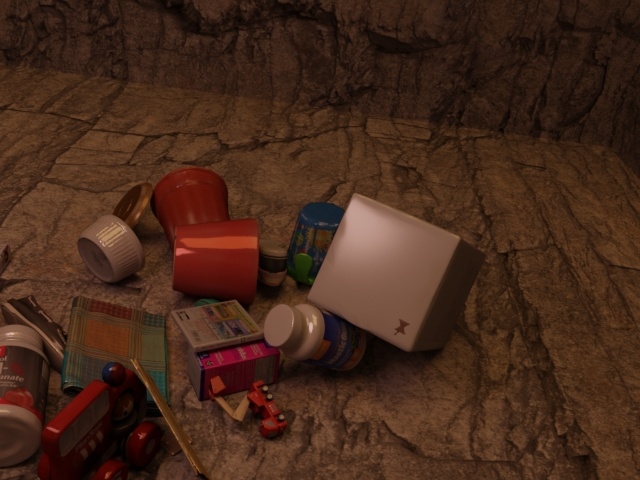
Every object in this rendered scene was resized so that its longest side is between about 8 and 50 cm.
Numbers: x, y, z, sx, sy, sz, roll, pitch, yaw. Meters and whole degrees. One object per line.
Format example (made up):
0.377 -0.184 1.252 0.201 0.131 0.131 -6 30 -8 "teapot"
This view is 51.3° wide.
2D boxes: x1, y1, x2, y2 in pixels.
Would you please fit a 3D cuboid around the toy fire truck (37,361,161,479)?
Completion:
-0.474 0.403 1.443 0.169 0.254 0.302 18 33 15 "toy fire truck"

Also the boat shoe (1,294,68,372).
-0.738 0.235 1.788 0.335 0.112 0.095 27 41 33 "boat shoe"

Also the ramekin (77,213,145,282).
-0.653 0.032 2.055 0.207 0.207 0.109 26 44 26 "ramekin"

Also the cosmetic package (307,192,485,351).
0.230 0.101 1.894 0.329 0.327 0.393 25 3 24 "cosmetic package"

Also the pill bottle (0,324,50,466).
-0.727 0.346 1.549 0.176 0.176 0.318 -2 33 -16 "pill bottle"

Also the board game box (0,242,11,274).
-1.126 0.104 1.947 0.318 0.066 0.319 6 32 -5 "board game box"

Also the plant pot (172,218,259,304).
-0.321 0.058 2.013 0.243 0.275 0.275 4 32 -13 "plant pot"

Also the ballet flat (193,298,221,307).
-0.255 0.235 1.939 0.247 0.083 0.087 27 17 24 "ballet flat"

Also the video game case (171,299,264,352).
-0.281 0.228 1.800 0.193 0.023 0.212 -8 23 -26 "video game case"

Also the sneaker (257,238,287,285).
-0.177 0.069 2.196 0.126 0.127 0.321 5 7 -8 "sneaker"

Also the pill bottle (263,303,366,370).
-0.016 0.256 1.785 0.272 0.152 0.152 23 16 -43 "pill bottle"

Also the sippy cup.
0.000 0.000 2.236 0.240 0.224 0.305 -3 34 -17 "sippy cup"

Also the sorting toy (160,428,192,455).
-0.355 0.472 1.590 0.083 0.012 0.062 34 44 30 "sorting toy"

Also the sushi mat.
-0.335 0.410 1.500 0.019 0.151 0.316 -32 63 -15 "sushi mat"

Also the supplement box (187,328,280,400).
-0.230 0.325 1.765 0.220 0.114 0.111 -7 34 -27 "supplement box"

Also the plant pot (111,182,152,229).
-0.654 -0.102 2.260 0.032 0.236 0.236 35 18 -32 "plant pot"

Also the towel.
-0.528 0.288 1.743 0.271 0.040 0.370 18 26 -25 "towel"

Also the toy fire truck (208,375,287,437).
-0.183 0.412 1.653 0.135 0.047 0.192 -15 55 -32 "toy fire truck"

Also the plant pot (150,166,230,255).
-0.412 -0.060 2.222 0.272 0.272 0.265 -5 42 -21 "plant pot"
